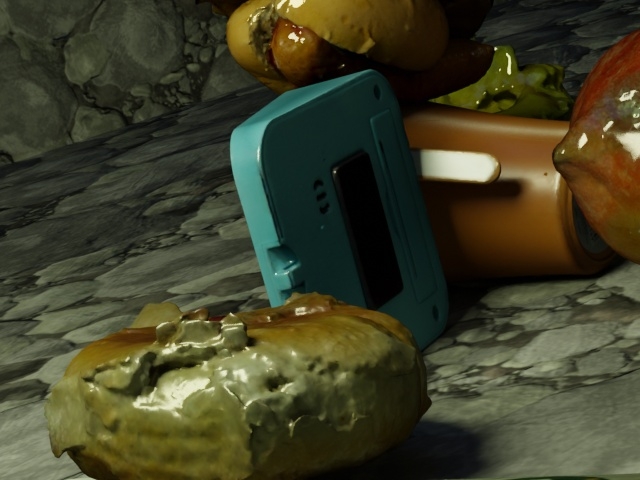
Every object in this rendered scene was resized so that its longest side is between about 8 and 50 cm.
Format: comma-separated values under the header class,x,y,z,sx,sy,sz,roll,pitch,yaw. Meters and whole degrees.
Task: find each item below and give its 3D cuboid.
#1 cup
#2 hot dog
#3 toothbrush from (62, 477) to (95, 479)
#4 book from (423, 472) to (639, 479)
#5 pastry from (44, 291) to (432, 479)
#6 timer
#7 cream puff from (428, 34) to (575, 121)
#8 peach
class,x,y,z,sx,sy,sz,roll,pitch,yaw
cup,0.122,-0.045,1.762,0.264,0.182,0.226,2,-10,35
hot dog,0.044,-0.174,1.718,0.326,0.107,0.194,1,-24,-35
toothbrush,-0.097,0.167,1.407,0.204,0.017,0.022,-9,11,14
book,-0.019,0.179,1.131,0.371,0.043,0.260,-6,7,33
pastry,-0.050,0.095,1.318,0.257,0.121,0.235,-7,3,31
timer,0.000,0.000,1.570,0.091,0.232,0.250,-10,10,25
cream puff,0.143,-0.118,2.085,0.281,0.185,0.282,-17,10,3
peach,0.296,-0.077,1.596,0.256,0.232,0.232,2,5,-20
